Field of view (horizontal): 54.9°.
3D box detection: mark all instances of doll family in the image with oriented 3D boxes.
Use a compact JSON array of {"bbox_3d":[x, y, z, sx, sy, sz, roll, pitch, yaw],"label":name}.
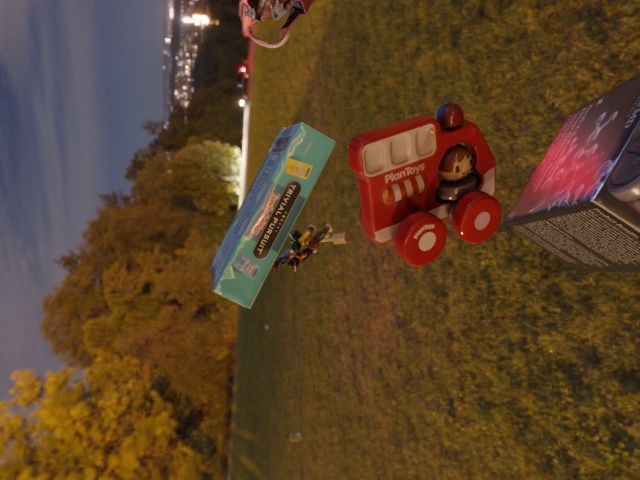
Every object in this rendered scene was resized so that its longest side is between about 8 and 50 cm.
[{"bbox_3d":[-0.055,0.024,1.486,0.193,0.076,0.111,-53,-3,36],"label":"doll family"}]

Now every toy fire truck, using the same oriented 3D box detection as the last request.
[{"bbox_3d":[0.202,-0.116,1.155,0.169,0.302,0.254,44,150,53],"label":"toy fire truck"}]

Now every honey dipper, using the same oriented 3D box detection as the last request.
[{"bbox_3d":[0.000,0.000,1.616,0.160,0.030,0.031,-6,78,31],"label":"honey dipper"}]

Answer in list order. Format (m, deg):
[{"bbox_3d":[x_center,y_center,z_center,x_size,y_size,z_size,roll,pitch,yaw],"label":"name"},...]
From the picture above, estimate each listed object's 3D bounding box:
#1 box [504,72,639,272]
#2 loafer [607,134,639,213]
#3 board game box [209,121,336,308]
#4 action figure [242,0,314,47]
[{"bbox_3d":[0.565,-0.115,1.149,0.294,0.211,0.395,-58,1,-5],"label":"box"},{"bbox_3d":[0.470,-0.148,0.744,0.303,0.095,0.109,-51,6,-4],"label":"loafer"},{"bbox_3d":[-0.103,-0.058,1.201,0.336,0.079,0.254,-62,14,2],"label":"board game box"},{"bbox_3d":[-0.031,-0.734,1.744,0.370,0.248,0.276,-53,-14,-23],"label":"action figure"}]
